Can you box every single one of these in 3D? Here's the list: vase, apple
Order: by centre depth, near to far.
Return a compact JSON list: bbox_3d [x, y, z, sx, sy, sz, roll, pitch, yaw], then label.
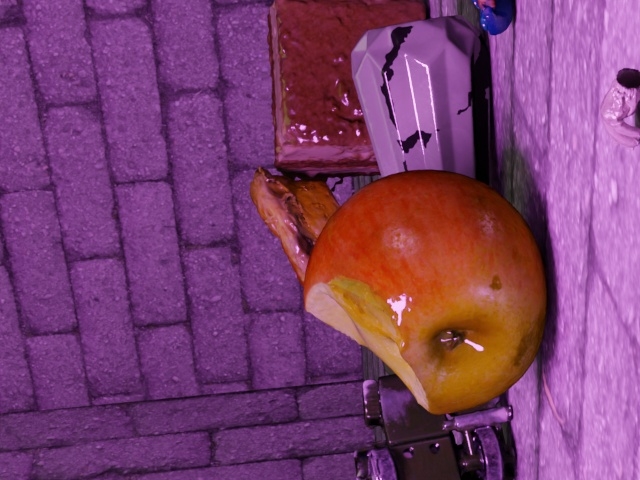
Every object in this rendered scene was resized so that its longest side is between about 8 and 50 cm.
[{"bbox_3d":[0.108,0.058,1.421,0.226,0.246,0.246,-111,14,-50],"label":"apple"},{"bbox_3d":[0.137,-0.076,1.659,0.165,0.165,0.360,-118,18,-84],"label":"vase"}]

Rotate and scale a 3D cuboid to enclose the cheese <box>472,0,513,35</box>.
[{"bbox_3d":[0.137,-0.318,1.339,0.329,0.129,0.217,64,-166,-62],"label":"cheese"}]

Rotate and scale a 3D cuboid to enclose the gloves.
[{"bbox_3d":[0.218,-0.098,1.010,0.044,0.037,0.081,-50,-37,-39],"label":"gloves"}]

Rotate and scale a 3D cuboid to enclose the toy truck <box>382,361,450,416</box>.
[{"bbox_3d":[0.147,0.147,2.071,0.243,0.124,0.101,-99,6,-47],"label":"toy truck"}]

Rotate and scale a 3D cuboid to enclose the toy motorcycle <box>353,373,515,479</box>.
[{"bbox_3d":[0.132,0.227,1.740,0.127,0.205,0.275,86,172,-57],"label":"toy motorcycle"}]

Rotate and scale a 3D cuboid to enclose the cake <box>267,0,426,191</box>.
[{"bbox_3d":[0.047,-0.239,2.184,0.290,0.255,0.282,122,144,-79],"label":"cake"}]

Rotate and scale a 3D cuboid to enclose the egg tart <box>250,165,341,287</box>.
[{"bbox_3d":[0.000,0.000,2.160,0.295,0.116,0.295,57,-176,-6],"label":"egg tart"}]
